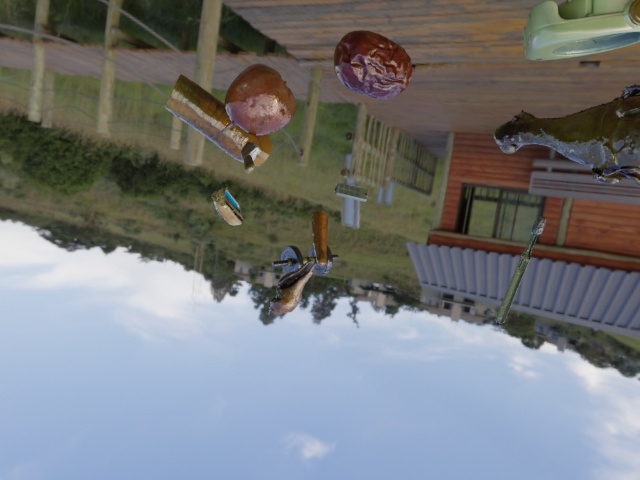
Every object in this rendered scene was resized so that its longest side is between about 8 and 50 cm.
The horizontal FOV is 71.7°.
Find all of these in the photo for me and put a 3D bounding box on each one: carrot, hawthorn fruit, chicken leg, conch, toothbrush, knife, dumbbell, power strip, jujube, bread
[{"bbox_3d":[-0.270,-0.313,1.194,0.302,0.114,0.114,32,172,-29],"label":"carrot"},{"bbox_3d":[-0.136,-0.289,0.959,0.149,0.189,0.149,27,159,11],"label":"hawthorn fruit"},{"bbox_3d":[0.557,-0.227,0.888,0.361,0.211,0.140,38,172,41],"label":"chicken leg"},{"bbox_3d":[-0.092,0.148,1.365,0.086,0.232,0.080,24,-169,-2],"label":"conch"},{"bbox_3d":[0.474,0.066,1.045,0.026,0.294,0.028,23,168,21],"label":"toothbrush"},{"bbox_3d":[0.000,0.000,1.483,0.061,0.209,0.061,-1,144,-1],"label":"carrot"},{"bbox_3d":[-0.152,-0.186,0.969,0.022,0.046,0.256,44,-173,-23],"label":"knife"},{"bbox_3d":[-0.058,0.084,1.875,0.326,0.143,0.143,-6,-169,-34],"label":"dumbbell"},{"bbox_3d":[0.117,-0.172,1.587,0.137,0.050,0.019,13,149,-9],"label":"power strip"},{"bbox_3d":[0.152,-0.502,1.279,0.251,0.173,0.174,-2,-170,-39],"label":"jujube"},{"bbox_3d":[-0.251,-0.089,1.196,0.053,0.072,0.106,-23,144,8],"label":"bread"}]

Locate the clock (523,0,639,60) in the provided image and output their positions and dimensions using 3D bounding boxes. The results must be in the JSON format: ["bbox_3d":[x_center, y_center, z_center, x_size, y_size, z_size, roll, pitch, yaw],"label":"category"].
[{"bbox_3d":[0.748,-0.588,1.201,0.349,0.117,0.286,-2,-171,19],"label":"clock"}]
